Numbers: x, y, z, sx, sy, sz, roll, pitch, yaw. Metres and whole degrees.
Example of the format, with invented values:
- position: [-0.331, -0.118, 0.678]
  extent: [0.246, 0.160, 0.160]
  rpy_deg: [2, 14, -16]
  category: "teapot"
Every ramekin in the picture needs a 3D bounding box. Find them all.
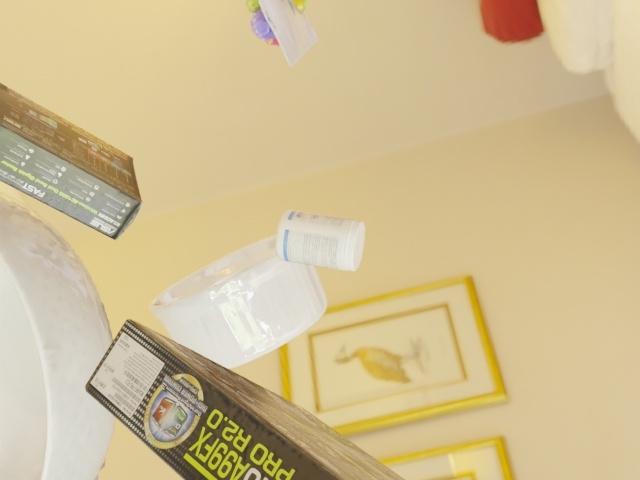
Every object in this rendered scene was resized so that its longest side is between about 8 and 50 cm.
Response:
- position: [-0.123, 0.101, 1.595]
  extent: [0.277, 0.277, 0.135]
  rpy_deg: [-76, -39, -78]
  category: "ramekin"

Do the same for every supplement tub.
- position: [0.000, 0.000, 1.315]
  extent: [0.071, 0.107, 0.070]
  rpy_deg: [10, -90, -77]
  category: "supplement tub"

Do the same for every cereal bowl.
- position: [-0.303, 0.110, 0.903]
  extent: [0.141, 0.339, 0.338]
  rpy_deg: [-9, -96, -53]
  category: "cereal bowl"

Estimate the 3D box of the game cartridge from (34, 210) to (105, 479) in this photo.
- position: [-0.344, 0.159, 1.291]
  extent: [0.230, 0.068, 0.355]
  rpy_deg: [52, 148, 28]
  category: "game cartridge"

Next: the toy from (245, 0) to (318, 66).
- position: [-0.068, -0.323, 1.418]
  extent: [0.136, 0.056, 0.237]
  rpy_deg: [64, -160, -14]
  category: "toy"

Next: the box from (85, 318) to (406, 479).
- position: [-0.003, 0.163, 0.656]
  extent: [0.270, 0.060, 0.216]
  rpy_deg: [27, 173, 44]
  category: "box"

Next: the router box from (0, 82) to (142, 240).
- position: [-0.194, -0.059, 0.724]
  extent: [0.122, 0.038, 0.092]
  rpy_deg: [31, -165, -26]
  category: "router box"
